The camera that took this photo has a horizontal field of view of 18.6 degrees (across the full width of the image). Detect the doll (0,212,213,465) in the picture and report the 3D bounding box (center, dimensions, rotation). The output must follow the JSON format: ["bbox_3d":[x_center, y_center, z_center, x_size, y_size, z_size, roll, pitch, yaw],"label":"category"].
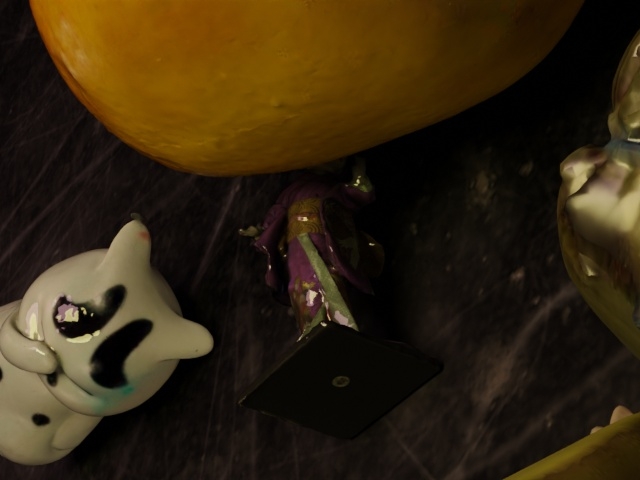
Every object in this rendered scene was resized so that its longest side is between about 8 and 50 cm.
[{"bbox_3d":[-0.162,0.072,1.257,0.180,0.110,0.107,-31,8,45],"label":"doll"}]

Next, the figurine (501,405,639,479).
[{"bbox_3d":[0.113,0.259,0.683,0.266,0.361,0.378,-31,80,47],"label":"figurine"}]

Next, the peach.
[{"bbox_3d":[-0.019,-0.176,1.018,0.308,0.289,0.289,-13,60,37],"label":"peach"}]

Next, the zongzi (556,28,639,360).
[{"bbox_3d":[0.284,-0.052,0.563,0.356,0.174,0.393,35,98,31],"label":"zongzi"}]

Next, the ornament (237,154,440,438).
[{"bbox_3d":[0.006,-0.002,1.080,0.081,0.088,0.203,-34,43,39],"label":"ornament"}]
